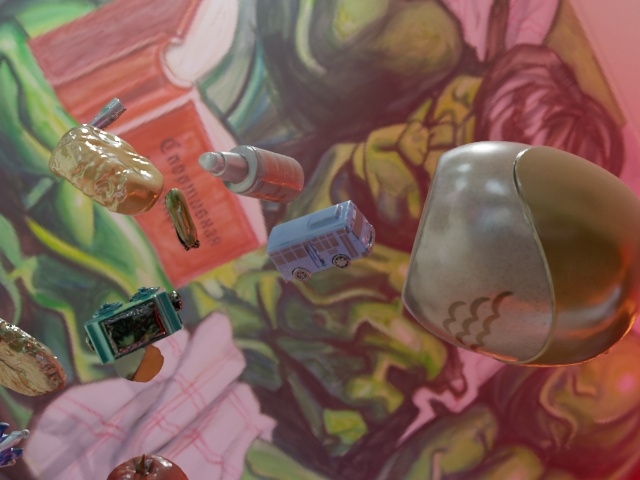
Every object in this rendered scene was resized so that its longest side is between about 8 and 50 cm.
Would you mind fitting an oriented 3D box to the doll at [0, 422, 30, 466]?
[{"bbox_3d":[-0.649,0.409,1.473,0.070,0.195,0.095,-107,171,-79],"label":"doll"}]

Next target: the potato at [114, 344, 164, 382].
[{"bbox_3d":[-0.415,0.280,1.755,0.067,0.096,0.103,22,-16,24],"label":"potato"}]

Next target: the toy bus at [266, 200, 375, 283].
[{"bbox_3d":[0.000,0.000,1.808,0.133,0.234,0.116,58,26,-28],"label":"toy bus"}]

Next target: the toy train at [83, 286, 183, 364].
[{"bbox_3d":[-0.356,0.158,1.466,0.107,0.198,0.154,68,-12,-8],"label":"toy train"}]

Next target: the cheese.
[{"bbox_3d":[-0.422,-0.133,1.522,0.214,0.117,0.226,34,12,-4],"label":"cheese"}]

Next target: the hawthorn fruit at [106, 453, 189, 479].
[{"bbox_3d":[-0.458,0.702,2.034,0.261,0.258,0.258,56,-9,-2],"label":"hawthorn fruit"}]

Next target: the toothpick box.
[{"bbox_3d":[0.390,0.027,1.410,0.426,0.408,0.409,16,-15,6],"label":"toothpick box"}]

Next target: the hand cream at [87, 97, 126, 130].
[{"bbox_3d":[-0.603,-0.312,2.070,0.047,0.174,0.076,44,-6,3],"label":"hand cream"}]

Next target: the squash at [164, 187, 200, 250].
[{"bbox_3d":[-0.321,-0.044,1.779,0.052,0.052,0.183,42,-28,43],"label":"squash"}]

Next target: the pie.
[{"bbox_3d":[-0.749,0.278,1.837,0.307,0.071,0.306,15,-41,13],"label":"pie"}]

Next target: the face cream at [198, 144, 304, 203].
[{"bbox_3d":[-0.139,-0.135,1.497,0.101,0.101,0.252,46,20,27],"label":"face cream"}]
